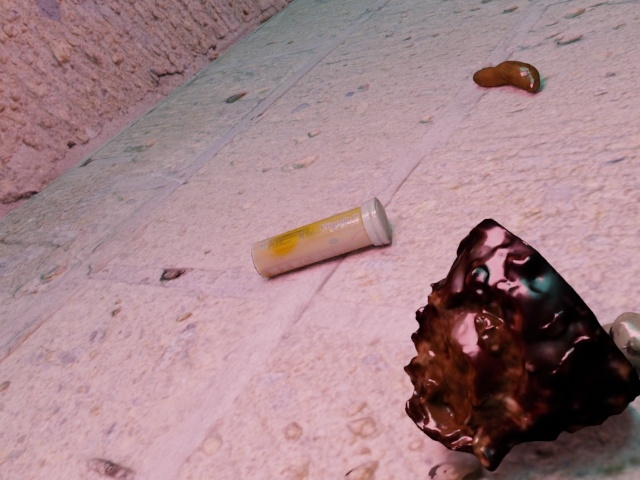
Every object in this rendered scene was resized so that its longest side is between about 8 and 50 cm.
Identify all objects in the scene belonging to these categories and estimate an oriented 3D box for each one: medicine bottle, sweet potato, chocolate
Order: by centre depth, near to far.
[{"bbox_3d":[0.152,0.113,0.628,0.177,0.206,0.224,-39,35,-1],"label":"chocolate"},{"bbox_3d":[0.000,0.000,1.055,0.218,0.074,0.074,-18,30,18],"label":"medicine bottle"},{"bbox_3d":[0.366,-0.324,1.303,0.053,0.054,0.182,-27,25,-19],"label":"sweet potato"}]

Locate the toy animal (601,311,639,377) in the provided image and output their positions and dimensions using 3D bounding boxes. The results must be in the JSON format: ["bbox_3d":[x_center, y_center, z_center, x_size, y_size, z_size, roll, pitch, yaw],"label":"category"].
[{"bbox_3d":[0.380,0.068,0.622,0.225,0.093,0.121,-9,42,27],"label":"toy animal"}]
